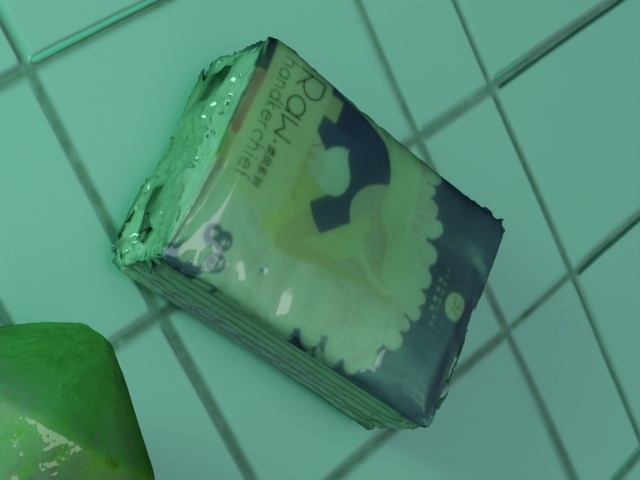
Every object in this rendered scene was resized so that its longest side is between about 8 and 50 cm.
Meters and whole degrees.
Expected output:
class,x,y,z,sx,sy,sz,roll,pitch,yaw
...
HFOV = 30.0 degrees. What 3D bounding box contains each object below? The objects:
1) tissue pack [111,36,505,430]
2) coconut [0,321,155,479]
class,x,y,z,sx,sy,sz,roll,pitch,yaw
tissue pack,0.000,0.000,1.134,0.344,0.125,0.242,36,67,-29
coconut,-0.235,0.165,0.901,0.236,0.204,0.236,0,89,-17
